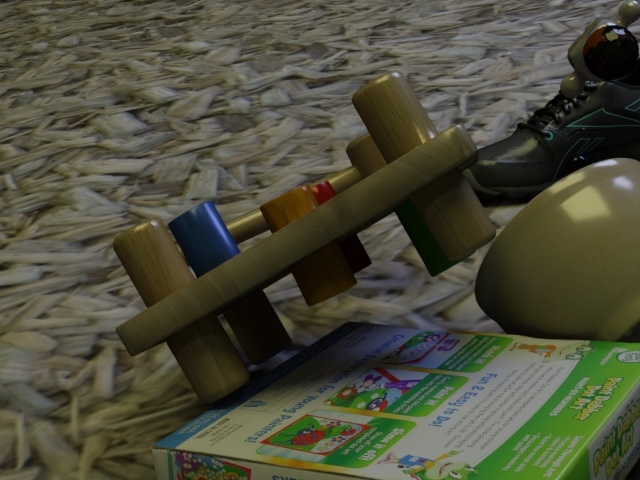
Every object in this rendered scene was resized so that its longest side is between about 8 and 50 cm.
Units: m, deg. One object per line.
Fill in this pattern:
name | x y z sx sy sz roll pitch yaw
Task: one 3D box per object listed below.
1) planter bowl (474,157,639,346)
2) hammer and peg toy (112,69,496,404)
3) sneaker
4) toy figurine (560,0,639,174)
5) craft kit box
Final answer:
planter bowl | 0.208 0.036 0.893 0.162 0.162 0.109 -17 52 -24
hammer and peg toy | 0.000 0.000 0.920 0.266 0.127 0.361 -31 -2 6
sneaker | 0.257 -0.120 1.287 0.267 0.106 0.101 -19 27 -23
toy figurine | 0.330 -0.119 1.126 0.213 0.209 0.148 -6 13 6
craft kit box | 0.067 0.118 0.776 0.246 0.061 0.250 -1 14 32
